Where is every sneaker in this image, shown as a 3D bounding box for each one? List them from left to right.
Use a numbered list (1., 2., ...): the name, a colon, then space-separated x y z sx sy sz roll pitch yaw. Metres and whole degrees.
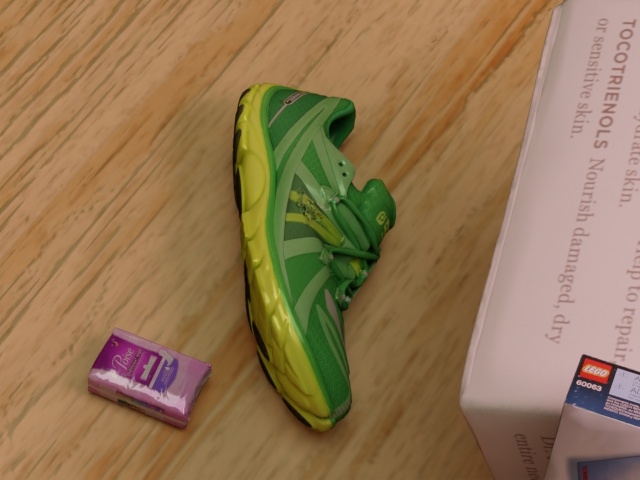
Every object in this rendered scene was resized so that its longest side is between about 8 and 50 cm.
1. sneaker: 0.000 0.000 1.358 0.123 0.109 0.296 -4 61 -4

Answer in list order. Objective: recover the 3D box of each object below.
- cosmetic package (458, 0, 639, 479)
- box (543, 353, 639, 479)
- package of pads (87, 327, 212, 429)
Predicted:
1. cosmetic package: 0.341 0.066 1.170 0.393 0.329 0.327 4 57 21
2. box: 0.199 0.183 1.024 0.159 0.233 0.044 17 42 11
3. package of pads: -0.128 0.102 1.331 0.083 0.032 0.050 21 58 6
